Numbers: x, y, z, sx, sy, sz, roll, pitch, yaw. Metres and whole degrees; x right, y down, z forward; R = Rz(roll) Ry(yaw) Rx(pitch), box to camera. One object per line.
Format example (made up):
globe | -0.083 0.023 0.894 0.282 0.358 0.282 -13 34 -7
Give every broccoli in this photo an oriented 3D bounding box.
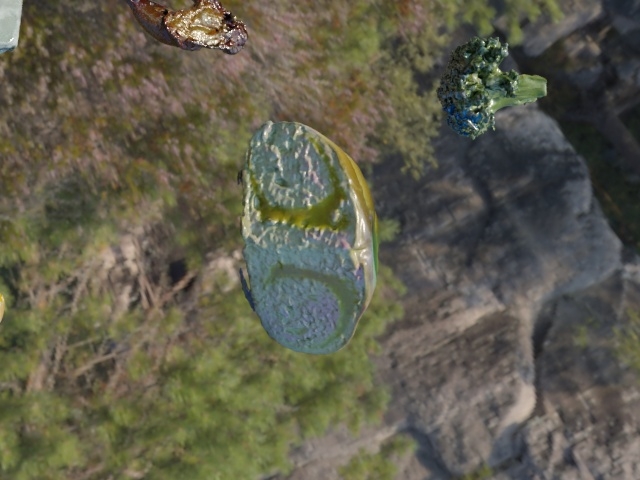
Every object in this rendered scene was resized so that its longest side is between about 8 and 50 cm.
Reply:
broccoli | 0.253 -0.225 1.431 0.160 0.154 0.167 -2 113 -3

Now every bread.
bread | 0.001 -0.014 1.093 0.158 0.156 0.261 5 126 19

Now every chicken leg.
chicken leg | -0.136 -0.213 0.919 0.145 0.062 0.037 8 175 -25

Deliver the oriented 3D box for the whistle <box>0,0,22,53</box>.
whistle | -0.410 -0.421 1.108 0.168 0.188 0.405 4 108 -25

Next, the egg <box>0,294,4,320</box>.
egg | -0.557 0.113 1.585 0.071 0.083 0.071 -19 156 -9
